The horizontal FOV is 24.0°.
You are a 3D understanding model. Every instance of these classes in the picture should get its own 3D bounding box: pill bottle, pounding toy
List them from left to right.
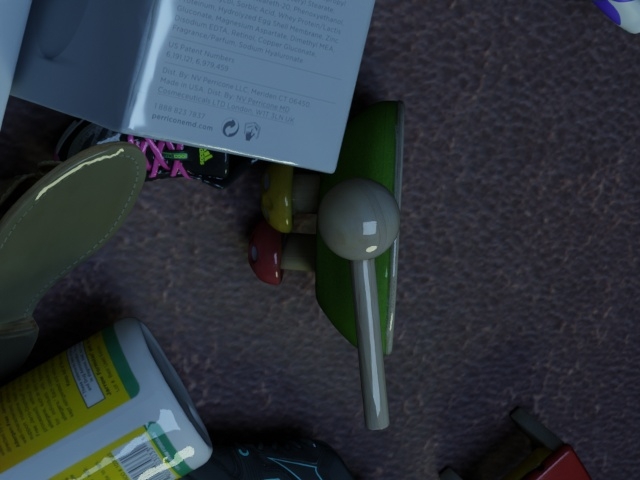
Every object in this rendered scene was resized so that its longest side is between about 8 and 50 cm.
[{"bbox_3d":[-0.190,0.151,1.038,0.208,0.117,0.117,-30,126,-2],"label":"pill bottle"},{"bbox_3d":[0.000,0.000,1.050,0.110,0.237,0.183,3,114,3],"label":"pounding toy"}]

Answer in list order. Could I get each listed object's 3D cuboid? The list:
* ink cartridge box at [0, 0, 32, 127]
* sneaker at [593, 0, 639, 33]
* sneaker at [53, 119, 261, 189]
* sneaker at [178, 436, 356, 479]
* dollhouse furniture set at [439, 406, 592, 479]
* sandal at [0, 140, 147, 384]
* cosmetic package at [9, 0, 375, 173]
[{"bbox_3d":[-0.273,-0.181,0.823,0.223,0.129,0.307,7,109,-33],"label":"ink cartridge box"},{"bbox_3d":[0.163,-0.211,1.061,0.323,0.130,0.236,-42,123,-12],"label":"sneaker"},{"bbox_3d":[-0.095,-0.066,1.019,0.170,0.075,0.063,-16,121,-23],"label":"sneaker"},{"bbox_3d":[-0.049,0.197,1.184,0.267,0.101,0.106,36,62,-30],"label":"sneaker"},{"bbox_3d":[0.116,0.356,1.304,0.374,0.152,0.201,-40,127,-7],"label":"dollhouse furniture set"},{"bbox_3d":[-0.203,-0.003,0.993,0.088,0.079,0.240,0,137,-43],"label":"sandal"},{"bbox_3d":[-0.075,-0.173,0.859,0.138,0.224,0.225,9,97,-33],"label":"cosmetic package"}]
